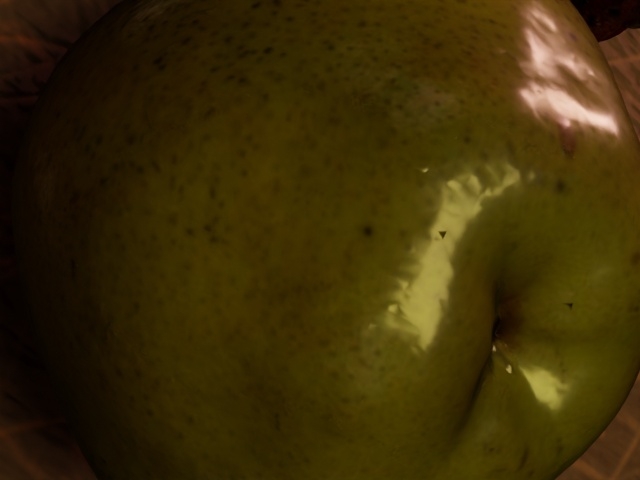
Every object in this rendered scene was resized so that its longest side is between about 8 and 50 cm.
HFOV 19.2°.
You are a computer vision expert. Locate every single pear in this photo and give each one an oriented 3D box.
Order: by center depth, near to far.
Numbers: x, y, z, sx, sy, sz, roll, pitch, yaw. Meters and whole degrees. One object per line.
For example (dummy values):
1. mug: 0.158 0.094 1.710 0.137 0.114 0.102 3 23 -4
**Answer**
1. pear: 0.000 0.000 0.809 0.294 0.294 0.294 -2 94 -38

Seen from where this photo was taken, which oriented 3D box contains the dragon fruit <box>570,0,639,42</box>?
1. dragon fruit: 0.177 -0.193 1.036 0.161 0.120 0.127 -49 125 -30
